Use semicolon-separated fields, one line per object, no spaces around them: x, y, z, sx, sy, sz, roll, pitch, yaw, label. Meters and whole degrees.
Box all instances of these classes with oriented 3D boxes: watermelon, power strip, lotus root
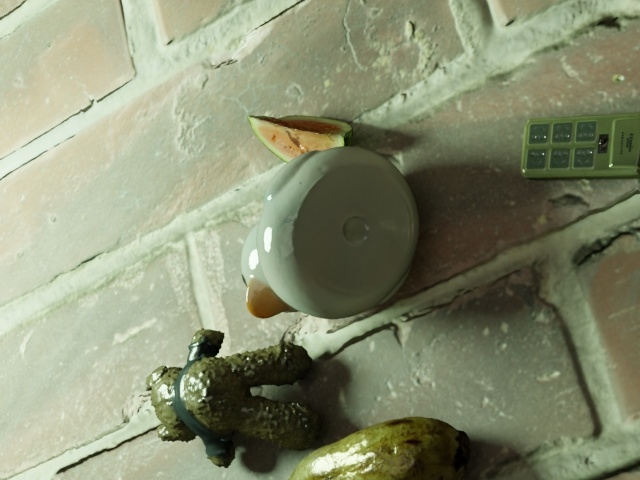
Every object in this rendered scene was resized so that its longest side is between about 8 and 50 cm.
-0.009;-0.141;1.659;0.163;0.087;0.069;16;58;33;watermelon
0.315;-0.109;1.459;0.169;0.028;0.076;0;78;33;power strip
0.063;0.282;1.498;0.258;0.097;0.110;-25;69;31;lotus root

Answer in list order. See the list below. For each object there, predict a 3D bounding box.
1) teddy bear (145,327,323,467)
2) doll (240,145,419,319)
-0.128;0.199;1.620;0.251;0.129;0.182;-13;70;30;teddy bear
0.000;0.000;1.569;0.221;0.221;0.251;28;72;35;doll
